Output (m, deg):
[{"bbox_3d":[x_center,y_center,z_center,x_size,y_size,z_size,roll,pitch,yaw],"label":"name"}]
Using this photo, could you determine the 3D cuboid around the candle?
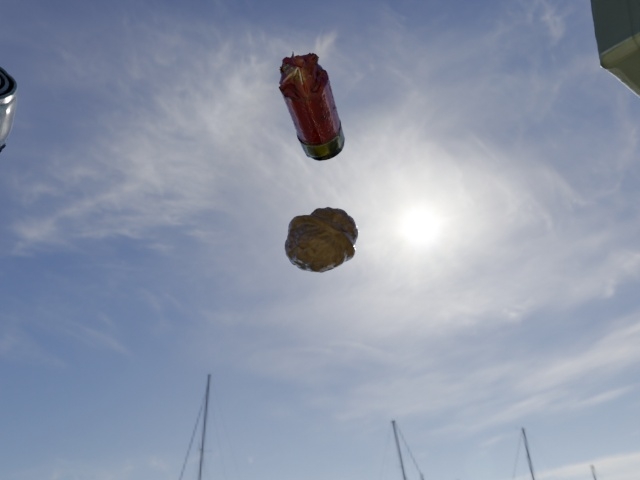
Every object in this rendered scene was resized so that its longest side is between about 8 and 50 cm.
[{"bbox_3d":[-0.010,-0.137,0.545,0.051,0.052,0.131,-12,-30,8],"label":"candle"}]

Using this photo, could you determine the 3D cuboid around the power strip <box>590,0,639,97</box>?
[{"bbox_3d":[0.421,-0.259,0.551,0.139,0.140,0.224,22,-27,-29],"label":"power strip"}]

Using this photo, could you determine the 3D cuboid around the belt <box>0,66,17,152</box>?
[{"bbox_3d":[-0.532,-0.195,0.719,0.206,0.267,0.116,17,-66,-19],"label":"belt"}]

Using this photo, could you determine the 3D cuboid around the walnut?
[{"bbox_3d":[0.000,0.000,0.629,0.082,0.079,0.096,42,-28,-17],"label":"walnut"}]
